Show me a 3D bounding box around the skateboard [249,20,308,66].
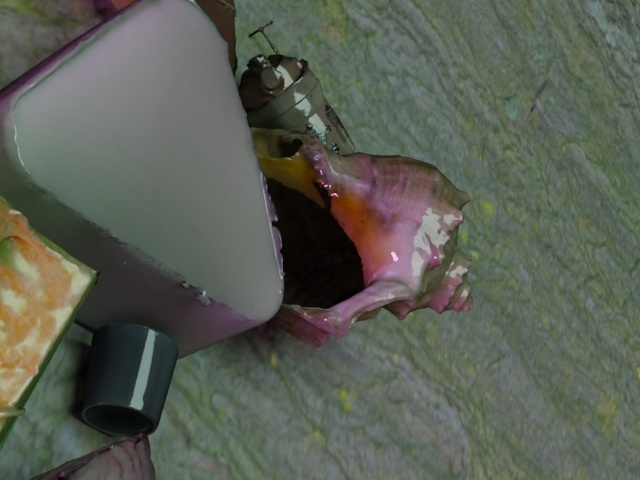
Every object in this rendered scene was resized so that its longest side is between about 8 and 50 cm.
[{"bbox_3d":[-0.043,-0.220,1.705,0.083,0.032,0.064,53,26,-22],"label":"skateboard"}]

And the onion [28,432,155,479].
[{"bbox_3d":[-0.219,0.280,1.110,0.250,0.111,0.247,-22,115,-71],"label":"onion"}]

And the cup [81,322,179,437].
[{"bbox_3d":[-0.167,0.130,1.298,0.100,0.078,0.077,71,23,-56],"label":"cup"}]

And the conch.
[{"bbox_3d":[0.000,0.009,1.497,0.263,0.324,0.186,-56,161,-52],"label":"conch"}]

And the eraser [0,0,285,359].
[{"bbox_3d":[-0.178,-0.085,1.339,0.331,0.150,0.331,27,53,-41],"label":"eraser"}]

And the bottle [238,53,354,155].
[{"bbox_3d":[-0.036,-0.140,1.603,0.152,0.099,0.099,57,35,-18],"label":"bottle"}]

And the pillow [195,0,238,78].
[{"bbox_3d":[-0.136,-0.272,1.596,0.126,0.043,0.232,25,53,-43],"label":"pillow"}]

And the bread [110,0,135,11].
[{"bbox_3d":[-0.106,-0.423,1.495,0.361,0.245,0.233,-40,96,-40],"label":"bread"}]

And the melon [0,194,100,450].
[{"bbox_3d":[-0.306,0.107,1.001,0.343,0.226,0.331,-59,146,-21],"label":"melon"}]
